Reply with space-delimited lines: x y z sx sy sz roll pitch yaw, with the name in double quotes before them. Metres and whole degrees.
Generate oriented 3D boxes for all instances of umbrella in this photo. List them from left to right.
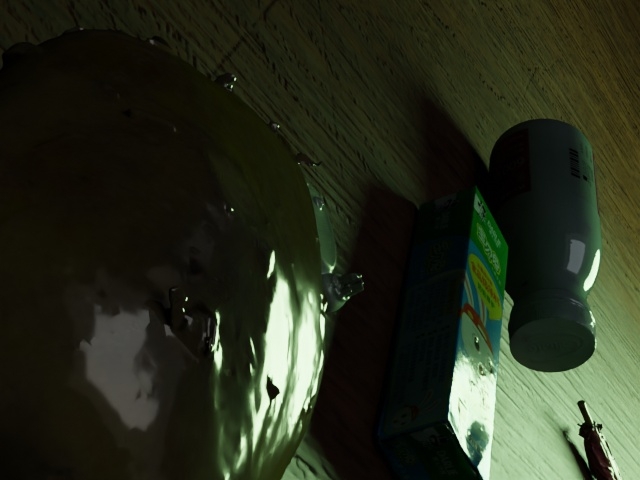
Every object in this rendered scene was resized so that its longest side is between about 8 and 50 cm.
"umbrella" 0.249 0.204 1.379 0.027 0.025 0.165 -107 172 -65

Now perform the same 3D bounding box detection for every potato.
"potato" -0.074 0.021 0.592 0.191 0.141 0.296 62 21 -23

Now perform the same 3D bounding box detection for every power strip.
"power strip" 0.000 0.000 0.927 0.055 0.035 0.083 5 66 -67

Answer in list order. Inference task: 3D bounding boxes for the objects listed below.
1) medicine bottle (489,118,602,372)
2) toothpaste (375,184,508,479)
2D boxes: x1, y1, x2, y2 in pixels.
"medicine bottle" 0.183 0.003 1.290 0.090 0.090 0.217 54 29 -39
"toothpaste" 0.085 0.062 1.061 0.065 0.050 0.267 58 25 -25
